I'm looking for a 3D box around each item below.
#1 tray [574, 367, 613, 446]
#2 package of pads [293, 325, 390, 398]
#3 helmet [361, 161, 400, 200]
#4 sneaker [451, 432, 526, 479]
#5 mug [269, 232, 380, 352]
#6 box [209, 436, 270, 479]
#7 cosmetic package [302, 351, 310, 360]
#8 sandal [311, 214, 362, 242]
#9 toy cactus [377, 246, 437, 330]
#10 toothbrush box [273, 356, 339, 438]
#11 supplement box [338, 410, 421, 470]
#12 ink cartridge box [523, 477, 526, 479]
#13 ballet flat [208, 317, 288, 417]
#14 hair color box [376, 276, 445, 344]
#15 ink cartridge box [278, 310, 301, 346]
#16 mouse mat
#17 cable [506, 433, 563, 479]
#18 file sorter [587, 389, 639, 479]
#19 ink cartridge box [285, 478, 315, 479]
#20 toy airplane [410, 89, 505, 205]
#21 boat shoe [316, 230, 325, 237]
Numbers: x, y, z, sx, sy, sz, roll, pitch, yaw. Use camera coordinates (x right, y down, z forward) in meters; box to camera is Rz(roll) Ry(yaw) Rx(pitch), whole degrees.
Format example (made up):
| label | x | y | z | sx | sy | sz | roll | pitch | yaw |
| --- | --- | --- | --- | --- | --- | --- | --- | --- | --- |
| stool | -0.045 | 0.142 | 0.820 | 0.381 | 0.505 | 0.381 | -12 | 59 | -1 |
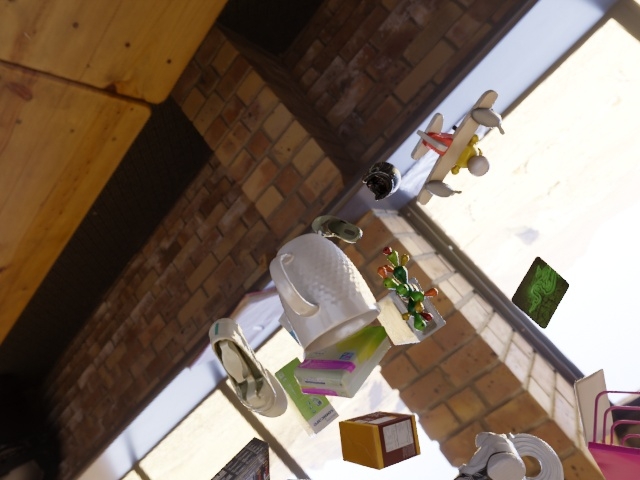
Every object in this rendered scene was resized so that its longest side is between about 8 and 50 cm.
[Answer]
| label | x | y | z | sx | sy | sz | roll | pitch | yaw |
| --- | --- | --- | --- | --- | --- | --- | --- | --- | --- |
| tray | 1.006 | 0.616 | 1.596 | 0.145 | 0.270 | 0.030 | -18 | -170 | -17 |
| package of pads | 0.074 | 0.408 | 1.475 | 0.229 | 0.101 | 0.296 | -11 | -164 | 41 |
| helmet | 0.268 | -0.265 | 1.889 | 0.169 | 0.169 | 0.161 | -49 | -177 | 32 |
| sneaker | 0.632 | 0.900 | 1.692 | 0.366 | 0.137 | 0.210 | -45 | 177 | 22 |
| mug | -0.025 | 0.147 | 1.364 | 0.276 | 0.328 | 0.374 | -37 | 156 | 18 |
| box | -0.294 | 0.879 | 1.482 | 0.307 | 0.077 | 0.242 | -28 | 123 | -54 |
| cosmetic package | -0.045 | 0.454 | 1.694 | 0.041 | 0.060 | 0.115 | 5 | 178 | -6 |
| sandal | 0.081 | -0.074 | 2.284 | 0.086 | 0.303 | 0.120 | 37 | 73 | -54 |
| toy cactus | 0.231 | 0.123 | 1.114 | 0.112 | 0.219 | 0.180 | -34 | 158 | 9 |
| toothbrush box | -0.067 | 0.643 | 1.754 | 0.122 | 0.283 | 0.206 | -30 | 159 | -23 |
| supplement box | 0.198 | 0.668 | 1.457 | 0.194 | 0.129 | 0.191 | 2 | 165 | -35 |
| ink cartridge box | 0.754 | 1.051 | 1.722 | 0.056 | 0.181 | 0.224 | 27 | 112 | -39 |
| ballet flat | -0.230 | 0.427 | 1.336 | 0.139 | 0.400 | 0.139 | -25 | -165 | 8 |
| hair color box | 0.305 | 0.270 | 1.576 | 0.114 | 0.185 | 0.374 | -31 | 168 | -11 |
| ink cartridge box | -0.023 | 0.342 | 2.061 | 0.197 | 0.198 | 0.270 | 17 | 109 | -49 |
| mouse mat | 0.693 | 0.162 | 1.352 | 0.189 | 0.152 | 0.007 | -52 | -175 | -18 |
| cable | 0.879 | 0.952 | 1.814 | 0.089 | 0.257 | 0.257 | 63 | 38 | -42 |
| file sorter | 0.841 | 0.540 | 1.083 | 0.202 | 0.290 | 0.182 | -14 | -149 | 45 |
| ink cartridge box | 0.033 | 0.827 | 1.076 | 0.270 | 0.395 | 0.151 | 30 | 105 | -40 |
| toy airplane | 0.541 | -0.348 | 1.690 | 0.384 | 0.272 | 0.386 | -39 | 153 | -16 |
| boat shoe | 0.000 | 0.000 | 1.899 | 0.142 | 0.040 | 0.049 | -83 | -163 | -60 |
